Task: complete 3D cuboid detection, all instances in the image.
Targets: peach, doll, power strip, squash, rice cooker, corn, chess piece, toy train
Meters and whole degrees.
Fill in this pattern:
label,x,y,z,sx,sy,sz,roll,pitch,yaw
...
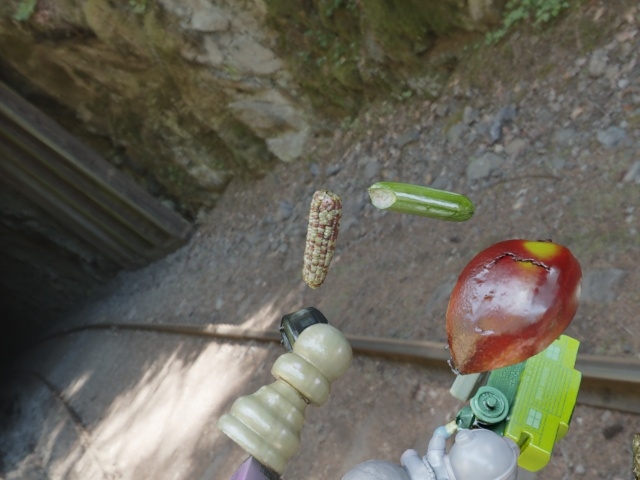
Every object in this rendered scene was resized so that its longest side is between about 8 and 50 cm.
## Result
label,x,y,z,sx,sy,sz,roll,pitch,yaw
peach,0.296,0.098,1.147,0.189,0.068,0.279,33,77,31
doll,0.164,0.368,1.070,0.287,0.151,0.151,-27,21,10
power strip,0.341,0.213,1.455,0.270,0.046,0.118,-63,-19,6
squash,0.219,-0.085,1.567,0.069,0.239,0.069,11,-90,-87
rice cooker,-0.022,0.212,1.469,0.106,0.112,0.165,-14,40,-11
corn,0.000,0.000,1.638,0.079,0.080,0.237,-101,21,-70
chess piece,-0.046,0.259,1.230,0.261,0.143,0.143,-50,14,-18
toy train,0.542,0.402,1.916,0.179,0.272,0.442,100,-162,-52

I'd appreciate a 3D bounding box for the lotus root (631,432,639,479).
label,x,y,z,sx,sy,sz,roll,pitch,yaw
lotus root,0.259,0.113,0.385,0.120,0.210,0.120,176,90,-66

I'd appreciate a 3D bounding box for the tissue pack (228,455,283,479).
label,x,y,z,sx,sy,sz,roll,pitch,yaw
tissue pack,-0.061,0.494,1.203,0.092,0.246,0.148,-48,1,4
